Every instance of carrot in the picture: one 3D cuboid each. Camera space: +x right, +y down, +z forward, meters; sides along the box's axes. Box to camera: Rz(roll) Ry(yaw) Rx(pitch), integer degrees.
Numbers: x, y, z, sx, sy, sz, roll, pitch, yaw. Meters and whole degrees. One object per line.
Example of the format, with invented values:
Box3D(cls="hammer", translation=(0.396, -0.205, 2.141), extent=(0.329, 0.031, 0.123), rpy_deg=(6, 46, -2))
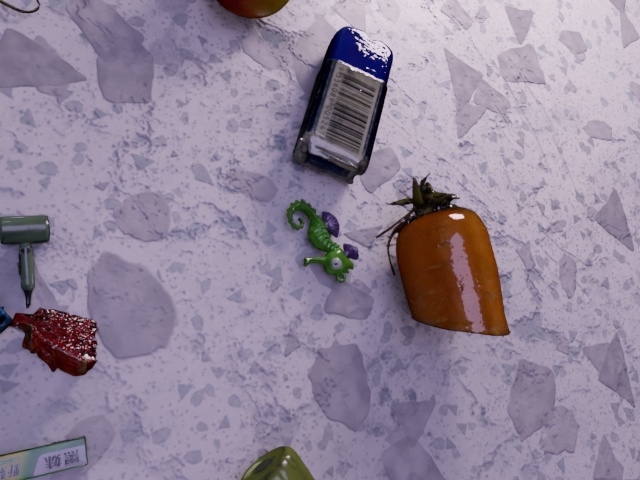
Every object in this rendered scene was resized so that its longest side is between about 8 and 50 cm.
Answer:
Box3D(cls="carrot", translation=(0.250, 0.038, 1.076), extent=(0.193, 0.214, 0.331), rpy_deg=(-1, 79, -42))

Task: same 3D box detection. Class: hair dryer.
Box3D(cls="hair dryer", translation=(-0.472, 0.034, 0.846), extent=(0.071, 0.047, 0.150), rpy_deg=(-3, 84, -25))

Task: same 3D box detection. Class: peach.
Box3D(cls="peach", translation=(-0.144, -0.549, 1.067), extent=(0.197, 0.197, 0.197), rpy_deg=(6, 74, -22))

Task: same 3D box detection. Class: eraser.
Box3D(cls="eraser", translation=(0.052, -0.293, 1.130), extent=(0.155, 0.101, 0.332), rpy_deg=(21, 67, -16))

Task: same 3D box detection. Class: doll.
Box3D(cls="doll", translation=(0.000, 0.000, 1.055), extent=(0.115, 0.050, 0.190), rpy_deg=(-30, 87, -34))

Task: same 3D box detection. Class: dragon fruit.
Box3D(cls="dragon fruit", translation=(-0.423, 0.165, 0.828), extent=(0.131, 0.063, 0.097), rpy_deg=(22, 28, -28))

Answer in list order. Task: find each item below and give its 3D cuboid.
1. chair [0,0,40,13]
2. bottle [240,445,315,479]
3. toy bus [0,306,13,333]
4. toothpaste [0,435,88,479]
Box3D(cls="chair", translation=(-0.586, -0.576, 0.896), extent=(0.160, 0.170, 0.325), rpy_deg=(-11, 76, -39))
Box3D(cls="bottle", translation=(-0.024, 0.481, 0.878), extent=(0.112, 0.112, 0.260), rpy_deg=(-34, 91, -27))
Box3D(cls="toy bus", translation=(-0.549, 0.075, 0.763), extent=(0.184, 0.106, 0.090), rpy_deg=(48, 61, -5))
Box3D(cls="toothpaste", translation=(-0.443, 0.332, 0.778), extent=(0.178, 0.037, 0.043), rpy_deg=(-5, 77, -24))
